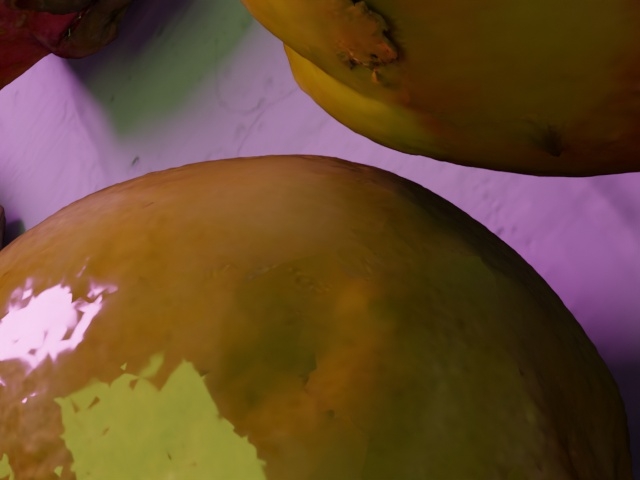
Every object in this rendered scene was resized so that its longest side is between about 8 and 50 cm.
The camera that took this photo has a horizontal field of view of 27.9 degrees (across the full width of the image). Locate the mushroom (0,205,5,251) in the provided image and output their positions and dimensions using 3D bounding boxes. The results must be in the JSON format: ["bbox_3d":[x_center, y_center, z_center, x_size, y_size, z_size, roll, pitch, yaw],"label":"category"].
[{"bbox_3d":[-0.337,0.002,0.974,0.204,0.204,0.204,-10,75,42],"label":"mushroom"}]

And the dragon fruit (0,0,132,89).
[{"bbox_3d":[-0.217,-0.263,0.856,0.291,0.250,0.269,-55,32,28],"label":"dragon fruit"}]

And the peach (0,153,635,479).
[{"bbox_3d":[-0.025,0.112,0.567,0.315,0.281,0.314,-29,60,26],"label":"peach"}]

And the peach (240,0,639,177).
[{"bbox_3d":[0.113,-0.198,0.478,0.370,0.370,0.370,-10,75,42],"label":"peach"}]
